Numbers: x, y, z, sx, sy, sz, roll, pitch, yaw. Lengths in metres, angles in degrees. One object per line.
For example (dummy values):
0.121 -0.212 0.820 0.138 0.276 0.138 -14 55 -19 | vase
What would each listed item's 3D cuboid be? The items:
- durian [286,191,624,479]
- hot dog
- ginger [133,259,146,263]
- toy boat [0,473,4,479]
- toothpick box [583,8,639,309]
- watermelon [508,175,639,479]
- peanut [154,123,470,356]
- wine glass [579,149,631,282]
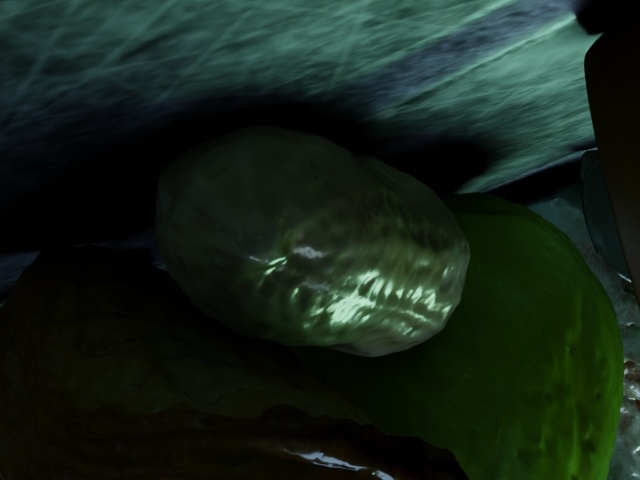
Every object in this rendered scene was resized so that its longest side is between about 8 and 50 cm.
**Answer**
0.059 0.084 0.845 0.256 0.204 0.339 -23 -151 44 | durian
-0.054 0.091 0.638 0.175 0.114 0.259 24 -179 -36 | hot dog
-0.194 0.074 0.850 0.259 0.065 0.149 -23 173 20 | ginger
-0.255 0.151 1.055 0.310 0.115 0.089 -16 173 -15 | toy boat
0.261 -0.047 0.557 0.294 0.192 0.192 -14 174 15 | toothpick box
0.210 0.051 1.077 0.310 0.232 0.193 7 126 -27 | watermelon
0.000 0.000 0.633 0.090 0.098 0.214 -35 163 14 | peanut
0.264 -0.048 0.872 0.103 0.103 0.222 -11 170 -40 | wine glass
